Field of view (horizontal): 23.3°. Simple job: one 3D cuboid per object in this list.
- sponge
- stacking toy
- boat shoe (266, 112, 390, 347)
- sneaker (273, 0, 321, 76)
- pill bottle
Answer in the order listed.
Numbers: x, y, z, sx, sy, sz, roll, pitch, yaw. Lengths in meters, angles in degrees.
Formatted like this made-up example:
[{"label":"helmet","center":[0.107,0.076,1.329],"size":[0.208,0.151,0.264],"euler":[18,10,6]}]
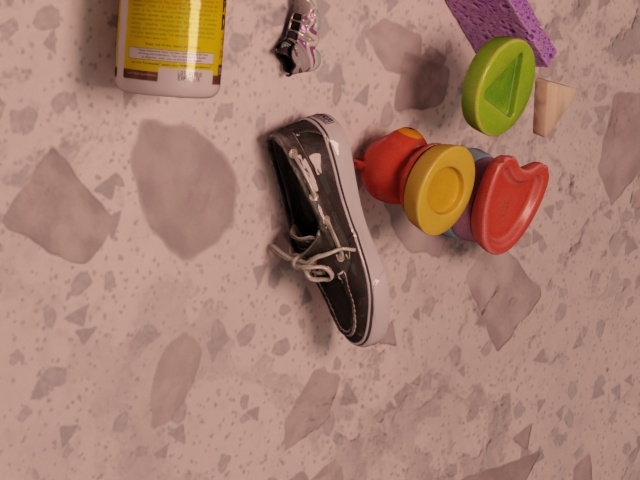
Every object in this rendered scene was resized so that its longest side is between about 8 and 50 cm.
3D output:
[{"label":"sponge","center":[0.225,-0.315,2.081],"size":[0.031,0.117,0.210],"euler":[-57,132,-21]},{"label":"stacking toy","center":[0.194,-0.136,2.088],"size":[0.309,0.130,0.279],"euler":[22,91,-56]},{"label":"boat shoe","center":[0.002,0.000,1.942],"size":[0.105,0.113,0.306],"euler":[-24,113,-32]},{"label":"sneaker","center":[-0.034,-0.247,1.899],"size":[0.069,0.038,0.098],"euler":[-25,116,-39]},{"label":"pill bottle","center":[-0.160,-0.265,1.692],"size":[0.117,0.117,0.214],"euler":[-3,102,-44]}]
